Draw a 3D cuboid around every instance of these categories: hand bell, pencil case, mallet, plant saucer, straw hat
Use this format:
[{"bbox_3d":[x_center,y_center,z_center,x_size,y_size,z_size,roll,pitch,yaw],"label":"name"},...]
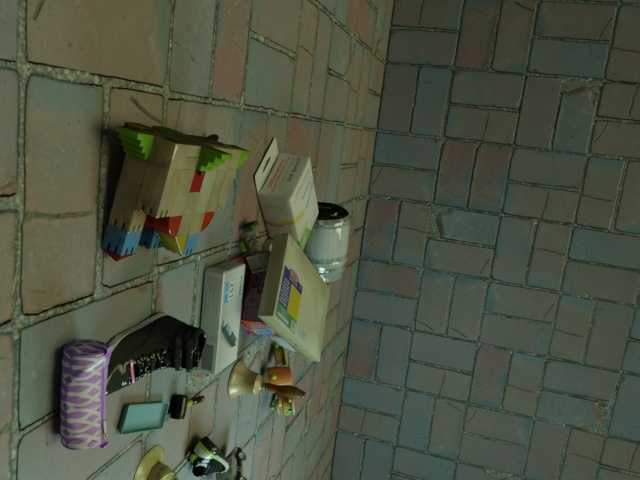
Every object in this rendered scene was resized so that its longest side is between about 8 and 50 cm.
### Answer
[{"bbox_3d":[-0.165,0.479,1.876,0.126,0.242,0.126,10,90,-76],"label":"hand bell"},{"bbox_3d":[-0.430,0.285,1.061,0.086,0.088,0.205,-34,131,-69],"label":"pencil case"},{"bbox_3d":[-0.353,0.431,1.562,0.190,0.039,0.062,7,91,-80],"label":"mallet"},{"bbox_3d":[-0.412,0.413,1.349,0.192,0.018,0.067,50,52,-72],"label":"plant saucer"},{"bbox_3d":[-0.398,0.585,1.427,0.144,0.061,0.144,9,90,-75],"label":"straw hat"}]

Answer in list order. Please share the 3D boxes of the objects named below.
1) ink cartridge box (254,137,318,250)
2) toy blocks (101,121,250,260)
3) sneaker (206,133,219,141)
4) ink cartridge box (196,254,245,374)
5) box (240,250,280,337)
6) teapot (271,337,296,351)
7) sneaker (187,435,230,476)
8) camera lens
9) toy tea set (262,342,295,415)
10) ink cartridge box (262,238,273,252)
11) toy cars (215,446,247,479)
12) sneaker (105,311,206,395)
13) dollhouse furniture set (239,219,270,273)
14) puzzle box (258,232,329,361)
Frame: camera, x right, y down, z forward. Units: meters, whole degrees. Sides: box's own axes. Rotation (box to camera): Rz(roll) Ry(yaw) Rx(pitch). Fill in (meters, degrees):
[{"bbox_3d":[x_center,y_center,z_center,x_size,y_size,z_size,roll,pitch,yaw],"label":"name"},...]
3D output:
[{"bbox_3d":[-0.106,-0.148,1.935,0.353,0.119,0.207,80,25,-51],"label":"ink cartridge box"},{"bbox_3d":[-0.301,-0.086,1.203,0.381,0.191,0.260,-22,132,-72],"label":"toy blocks"},{"bbox_3d":[-0.276,-0.200,1.417,0.118,0.042,0.067,-65,156,-25],"label":"sneaker"},{"bbox_3d":[-0.263,0.205,1.682,0.261,0.066,0.296,-26,124,-71],"label":"ink cartridge box"},{"bbox_3d":[-0.162,0.172,1.863,0.122,0.128,0.256,78,19,-57],"label":"box"},{"bbox_3d":[-0.118,0.279,2.041,0.252,0.187,0.256,-74,151,-48],"label":"teapot"},{"bbox_3d":[-0.341,0.653,1.706,0.097,0.084,0.234,-43,149,-23],"label":"sneaker"},{"bbox_3d":[0.000,0.000,2.230,0.219,0.220,0.274,-47,144,-64],"label":"camera lens"},{"bbox_3d":[-0.174,0.570,2.235,0.200,0.125,0.335,-113,-163,-58],"label":"toy tea set"},{"bbox_3d":[-0.176,0.043,1.973,0.048,0.028,0.083,-57,153,-56],"label":"ink cartridge box"},{"bbox_3d":[-0.324,0.834,1.788,0.176,0.087,0.393,-23,-135,56],"label":"toy cars"},{"bbox_3d":[-0.349,0.247,1.227,0.296,0.147,0.104,-44,143,-64],"label":"sneaker"},{"bbox_3d":[-0.195,0.021,1.758,0.058,0.076,0.151,-61,133,-69],"label":"dollhouse furniture set"},{"bbox_3d":[-0.071,0.189,1.821,0.409,0.052,0.272,57,36,-54],"label":"puzzle box"}]
